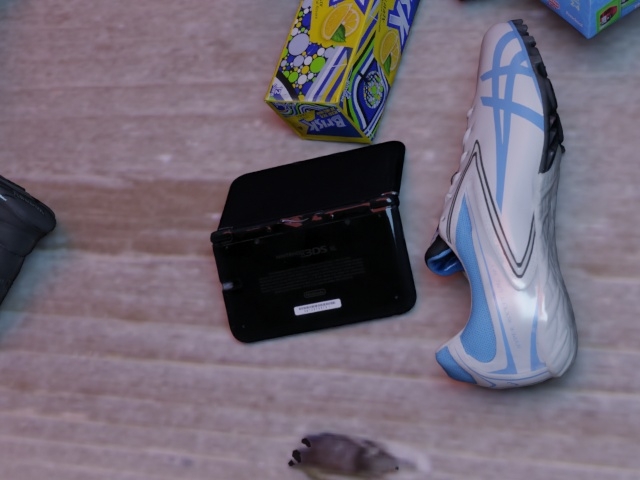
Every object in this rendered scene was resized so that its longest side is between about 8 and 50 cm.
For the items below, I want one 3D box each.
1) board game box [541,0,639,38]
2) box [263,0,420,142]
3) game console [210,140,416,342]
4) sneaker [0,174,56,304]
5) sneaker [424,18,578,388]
[{"bbox_3d":[0.194,-0.229,0.885,0.211,0.039,0.160,-32,55,-17],"label":"board game box"},{"bbox_3d":[0.024,-0.150,0.936,0.059,0.054,0.169,6,67,33],"label":"box"},{"bbox_3d":[0.000,0.000,0.898,0.122,0.071,0.107,-12,91,17],"label":"game console"},{"bbox_3d":[-0.321,-0.019,0.990,0.286,0.109,0.130,22,84,34],"label":"sneaker"},{"bbox_3d":[0.102,-0.028,0.827,0.086,0.085,0.237,-5,62,15],"label":"sneaker"}]
